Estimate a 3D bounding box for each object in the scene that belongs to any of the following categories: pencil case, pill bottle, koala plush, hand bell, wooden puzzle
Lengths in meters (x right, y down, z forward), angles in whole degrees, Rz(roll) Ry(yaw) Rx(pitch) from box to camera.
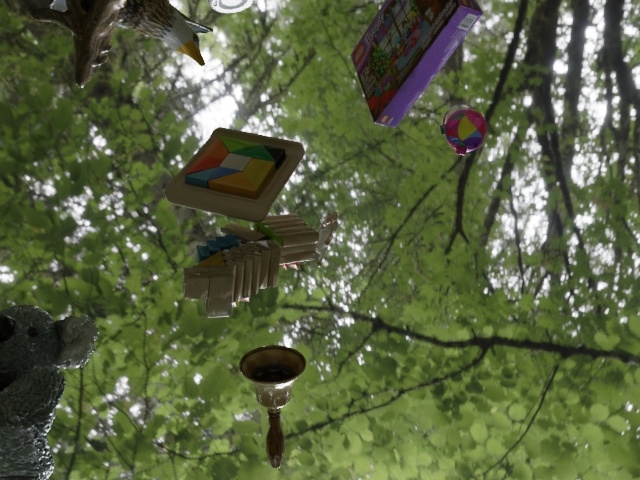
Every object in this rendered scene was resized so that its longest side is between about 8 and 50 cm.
[{"bbox_3d":[0.333,-0.265,1.639,0.104,0.104,0.236,-2,-165,11],"label":"pencil case"},{"bbox_3d":[-0.245,-0.712,1.797,0.124,0.124,0.221,-13,-100,4],"label":"pill bottle"},{"bbox_3d":[-0.374,0.166,0.825,0.196,0.203,0.221,2,-137,-3],"label":"koala plush"},{"bbox_3d":[-0.088,0.338,1.355,0.126,0.242,0.126,-1,-156,0],"label":"hand bell"},{"bbox_3d":[-0.172,-0.147,1.437,0.221,0.044,0.238,13,-132,14],"label":"wooden puzzle"}]

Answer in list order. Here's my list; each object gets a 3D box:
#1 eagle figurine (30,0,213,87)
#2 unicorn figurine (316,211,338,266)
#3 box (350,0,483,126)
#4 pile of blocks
[{"bbox_3d":[-0.201,-0.290,0.788,0.226,0.225,0.298,-3,-142,13],"label":"eagle figurine"},{"bbox_3d":[0.000,0.000,1.490,0.060,0.162,0.111,38,-144,-10],"label":"unicorn figurine"},{"bbox_3d":[0.170,-0.389,1.335,0.057,0.293,0.201,7,-129,-29],"label":"box"},{"bbox_3d":[-0.149,0.051,1.346,0.149,0.112,0.362,23,-151,28],"label":"pile of blocks"}]
